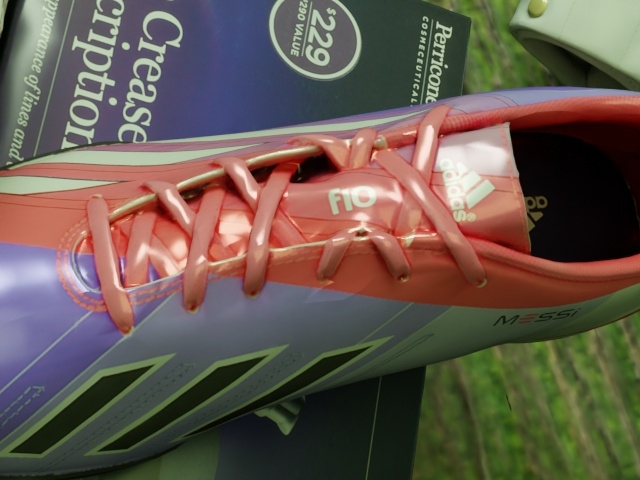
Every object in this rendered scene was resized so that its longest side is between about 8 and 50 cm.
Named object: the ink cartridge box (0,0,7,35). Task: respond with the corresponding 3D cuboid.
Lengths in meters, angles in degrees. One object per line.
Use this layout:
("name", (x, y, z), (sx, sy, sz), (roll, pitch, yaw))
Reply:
("ink cartridge box", (-0.249, -0.104, 0.481), (0.283, 0.207, 0.117), (13, 66, -19))

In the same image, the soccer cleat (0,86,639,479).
("soccer cleat", (0.000, 0.000, 0.492), (0.318, 0.116, 0.108), (-9, 77, -27))

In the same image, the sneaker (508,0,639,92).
("sneaker", (0.205, -0.113, 0.756), (0.292, 0.108, 0.169), (16, 96, -39))

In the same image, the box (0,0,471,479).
("box", (-0.056, 0.015, 0.588), (0.184, 0.103, 0.261), (18, 66, -20))
